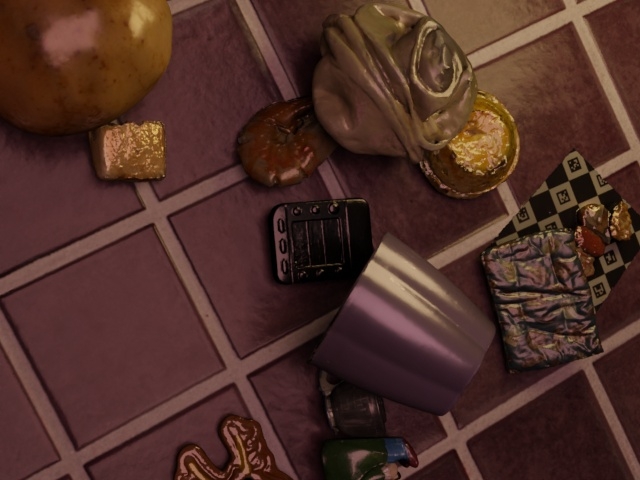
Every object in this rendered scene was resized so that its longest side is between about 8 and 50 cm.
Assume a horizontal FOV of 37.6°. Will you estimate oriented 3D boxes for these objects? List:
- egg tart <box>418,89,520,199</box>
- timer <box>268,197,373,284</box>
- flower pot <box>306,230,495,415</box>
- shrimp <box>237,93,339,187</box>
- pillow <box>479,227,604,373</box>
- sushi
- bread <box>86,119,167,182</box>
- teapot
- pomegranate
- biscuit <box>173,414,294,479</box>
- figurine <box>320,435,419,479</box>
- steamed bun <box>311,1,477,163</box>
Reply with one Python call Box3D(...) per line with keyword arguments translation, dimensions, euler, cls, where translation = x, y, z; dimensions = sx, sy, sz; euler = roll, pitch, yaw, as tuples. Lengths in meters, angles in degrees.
Box3D(translation=(0.282, -0.182, 1.750), dimensions=(0.213, 0.090, 0.212), euler=(1, 86, -13), cls="egg tart")
Box3D(translation=(0.000, 0.000, 1.670), dimensions=(0.188, 0.055, 0.144), euler=(-5, 91, -21), cls="timer")
Box3D(translation=(0.138, 0.158, 1.544), dimensions=(0.243, 0.265, 0.265), euler=(34, 77, 4), cls="flower pot")
Box3D(translation=(-0.022, -0.206, 1.668), dimensions=(0.294, 0.062, 0.154), euler=(-39, 76, -25), cls="shrimp")
Box3D(translation=(0.416, 0.113, 1.772), dimensions=(0.189, 0.034, 0.255), euler=(-14, 92, 0), cls="pillow")
Box3D(translation=(0.503, 0.002, 1.823), dimensions=(0.264, 0.050, 0.290), euler=(43, 77, -10), cls="sushi")
Box3D(translation=(-0.324, -0.148, 1.566), dimensions=(0.125, 0.082, 0.106), euler=(-3, 98, -27), cls="bread")
Box3D(translation=(0.053, 0.275, 1.642), dimensions=(0.108, 0.111, 0.149), euler=(-13, 98, 2), cls="teapot")
Box3D(translation=(-0.396, -0.328, 1.421), dimensions=(0.343, 0.342, 0.342), euler=(1, 86, -17), cls="pomegranate")
Box3D(translation=(-0.122, 0.452, 1.610), dimensions=(0.186, 0.044, 0.295), euler=(-35, 97, -14), cls="biscuit")
Box3D(translation=(0.080, 0.461, 1.638), dimensions=(0.185, 0.127, 0.234), euler=(3, 76, -25), cls="figurine")
Box3D(translation=(0.136, -0.284, 1.602), dimensions=(0.280, 0.207, 0.267), euler=(14, 62, -29), cls="steamed bun")
